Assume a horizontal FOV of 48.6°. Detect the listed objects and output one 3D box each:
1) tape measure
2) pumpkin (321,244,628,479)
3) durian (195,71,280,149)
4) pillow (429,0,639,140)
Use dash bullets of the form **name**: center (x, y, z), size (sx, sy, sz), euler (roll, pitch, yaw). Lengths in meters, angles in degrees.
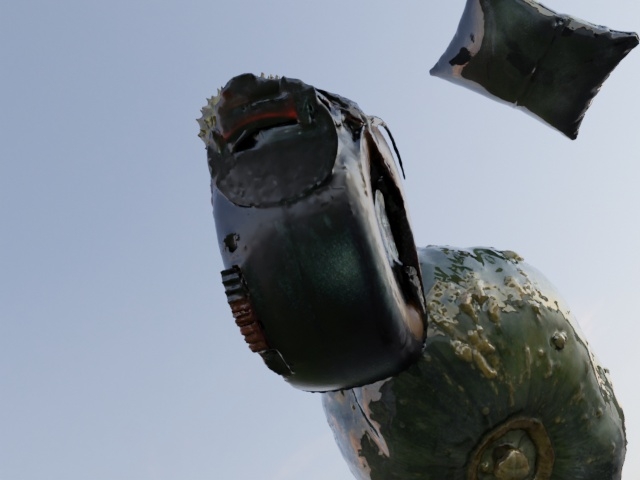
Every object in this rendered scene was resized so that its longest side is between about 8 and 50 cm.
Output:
- **tape measure**: center (0.000, 0.000, 0.519), size (0.135, 0.223, 0.202), euler (-15, 0, 13)
- **pumpkin**: center (0.150, 0.154, 0.734), size (0.291, 0.257, 0.328), euler (-26, -75, -10)
- **durian**: center (-0.099, -0.174, 1.082), size (0.132, 0.165, 0.183), euler (44, -123, -49)
- **pillow**: center (0.298, -0.263, 1.024), size (0.186, 0.249, 0.106), euler (109, -172, -46)
